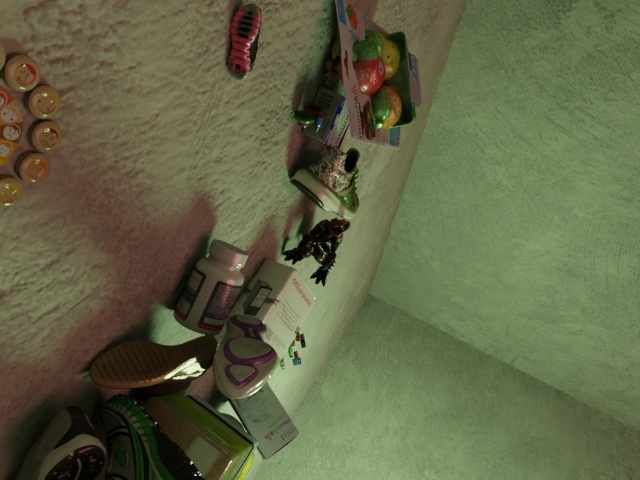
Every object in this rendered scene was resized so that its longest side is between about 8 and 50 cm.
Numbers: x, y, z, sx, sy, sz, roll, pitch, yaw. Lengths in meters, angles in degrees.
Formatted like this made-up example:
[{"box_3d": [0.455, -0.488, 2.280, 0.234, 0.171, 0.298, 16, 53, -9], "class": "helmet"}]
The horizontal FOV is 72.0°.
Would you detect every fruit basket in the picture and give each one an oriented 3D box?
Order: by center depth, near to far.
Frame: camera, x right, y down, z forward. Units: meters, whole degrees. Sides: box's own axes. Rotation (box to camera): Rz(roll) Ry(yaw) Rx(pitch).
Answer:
[{"box_3d": [0.139, -0.400, 1.089, 0.353, 0.165, 0.328, -13, 97, -66], "class": "fruit basket"}]

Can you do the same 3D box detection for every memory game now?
[{"box_3d": [-0.333, -0.104, 0.426, 0.186, 0.012, 0.186, -56, 162, -28], "class": "memory game"}]

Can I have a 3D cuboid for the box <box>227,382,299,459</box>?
[{"box_3d": [-0.194, 0.570, 1.423, 0.126, 0.231, 0.262, -31, 163, -23], "class": "box"}]

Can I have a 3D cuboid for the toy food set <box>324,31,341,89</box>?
[{"box_3d": [0.031, -0.442, 1.089, 0.078, 0.019, 0.122, -3, 110, -73], "class": "toy food set"}]

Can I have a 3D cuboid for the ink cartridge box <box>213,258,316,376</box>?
[{"box_3d": [-0.150, 0.223, 1.269, 0.273, 0.114, 0.198, -58, 146, -23], "class": "ink cartridge box"}]

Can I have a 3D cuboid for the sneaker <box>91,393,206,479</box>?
[{"box_3d": [-0.313, 0.373, 0.721, 0.146, 0.343, 0.134, -37, 122, -31], "class": "sneaker"}]

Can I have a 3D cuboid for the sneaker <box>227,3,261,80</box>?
[{"box_3d": [-0.120, -0.329, 0.728, 0.057, 0.047, 0.119, -54, 170, -55], "class": "sneaker"}]

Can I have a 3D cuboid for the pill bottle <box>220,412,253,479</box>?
[{"box_3d": [-0.312, 0.648, 1.361, 0.188, 0.187, 0.334, -55, 162, -31], "class": "pill bottle"}]

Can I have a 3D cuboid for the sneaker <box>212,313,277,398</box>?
[{"box_3d": [-0.156, 0.256, 0.877, 0.305, 0.114, 0.152, -134, -120, -81], "class": "sneaker"}]

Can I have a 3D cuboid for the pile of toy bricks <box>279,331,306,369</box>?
[{"box_3d": [-0.113, 0.347, 1.537, 0.212, 0.117, 0.105, 85, -6, -45], "class": "pile of toy bricks"}]

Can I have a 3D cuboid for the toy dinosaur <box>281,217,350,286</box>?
[{"box_3d": [0.000, 0.000, 1.412, 0.218, 0.164, 0.322, -57, 169, -29], "class": "toy dinosaur"}]

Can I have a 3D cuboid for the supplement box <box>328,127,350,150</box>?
[{"box_3d": [0.058, -0.319, 1.336, 0.099, 0.036, 0.062, -59, 164, -17], "class": "supplement box"}]

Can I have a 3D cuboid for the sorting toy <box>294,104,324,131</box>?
[{"box_3d": [-0.024, -0.290, 1.062, 0.102, 0.061, 0.042, -47, 159, -46], "class": "sorting toy"}]

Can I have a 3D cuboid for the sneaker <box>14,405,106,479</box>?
[{"box_3d": [-0.433, 0.377, 0.703, 0.100, 0.108, 0.272, 21, 112, -49], "class": "sneaker"}]

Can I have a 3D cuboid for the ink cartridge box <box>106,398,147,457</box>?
[{"box_3d": [-0.413, 0.388, 0.916, 0.115, 0.029, 0.063, -60, 165, -11], "class": "ink cartridge box"}]

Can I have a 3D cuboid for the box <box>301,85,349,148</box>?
[{"box_3d": [0.025, -0.317, 1.160, 0.126, 0.072, 0.137, -67, 165, 11], "class": "box"}]

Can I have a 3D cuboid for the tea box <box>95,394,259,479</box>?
[{"box_3d": [-0.339, 0.546, 0.978, 0.329, 0.219, 0.323, -56, 167, -13], "class": "tea box"}]

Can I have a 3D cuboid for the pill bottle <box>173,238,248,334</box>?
[{"box_3d": [-0.224, 0.095, 0.925, 0.180, 0.107, 0.108, -64, 165, 3], "class": "pill bottle"}]

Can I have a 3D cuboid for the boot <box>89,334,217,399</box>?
[{"box_3d": [-0.335, 0.274, 0.867, 0.248, 0.090, 0.207, -3, 143, -43], "class": "boot"}]

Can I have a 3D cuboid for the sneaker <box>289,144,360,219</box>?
[{"box_3d": [0.070, -0.177, 1.297, 0.182, 0.158, 0.410, -48, 169, 12], "class": "sneaker"}]
